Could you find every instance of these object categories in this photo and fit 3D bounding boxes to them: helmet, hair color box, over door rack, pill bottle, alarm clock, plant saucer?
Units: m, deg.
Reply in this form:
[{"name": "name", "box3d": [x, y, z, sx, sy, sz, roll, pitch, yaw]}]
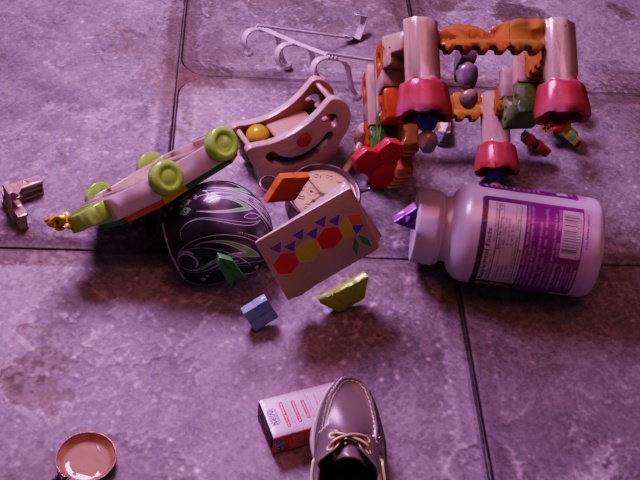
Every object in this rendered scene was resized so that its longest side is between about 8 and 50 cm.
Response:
[{"name": "helmet", "box3d": [-0.161, -0.017, 1.691, 0.161, 0.169, 0.169, -17, 46, 7]}, {"name": "hair color box", "box3d": [-0.014, 0.255, 1.511, 0.141, 0.043, 0.072, -11, 48, -18]}, {"name": "over door rack", "box3d": [0.038, -0.366, 2.069, 0.324, 0.108, 0.239, -16, 34, -38]}, {"name": "pill bottle", "box3d": [0.303, -0.006, 1.719, 0.301, 0.169, 0.169, 8, 45, 1]}, {"name": "alarm clock", "box3d": [-0.015, -0.074, 1.812, 0.192, 0.064, 0.129, 19, 55, 1]}, {"name": "plant saucer", "box3d": [-0.326, 0.305, 1.446, 0.083, 0.015, 0.083, 3, 45, -3]}]

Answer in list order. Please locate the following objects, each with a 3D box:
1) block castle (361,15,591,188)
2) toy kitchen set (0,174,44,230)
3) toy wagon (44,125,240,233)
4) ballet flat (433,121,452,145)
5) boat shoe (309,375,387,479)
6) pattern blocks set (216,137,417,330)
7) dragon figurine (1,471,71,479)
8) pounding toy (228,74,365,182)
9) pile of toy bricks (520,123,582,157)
[{"name": "block castle", "box3d": [0.233, -0.199, 1.722, 0.303, 0.453, 0.213, 0, 81, -6]}, {"name": "toy kitchen set", "box3d": [-0.500, -0.077, 1.770, 0.075, 0.068, 0.083, -23, 52, -26]}, {"name": "toy wagon", "box3d": [-0.294, -0.089, 1.706, 0.344, 0.068, 0.267, -37, 16, -33]}, {"name": "ballet flat", "box3d": [0.240, -0.234, 2.028, 0.041, 0.041, 0.114, 5, 45, -1]}, {"name": "boat shoe", "box3d": [0.039, 0.312, 1.395, 0.109, 0.091, 0.305, 6, 55, -3]}, {"name": "pattern blocks set", "box3d": [0.000, 0.000, 1.602, 0.325, 0.285, 0.026, -24, 38, -9]}, {"name": "dragon figurine", "box3d": [-0.328, 0.383, 1.320, 0.289, 0.085, 0.144, 14, 45, 6]}, {"name": "pounding toy", "box3d": [-0.014, -0.187, 1.873, 0.269, 0.154, 0.155, -19, 50, -23]}, {"name": "pile of toy bricks", "box3d": [0.466, -0.222, 2.014, 0.105, 0.118, 0.212, 35, 28, -10]}]
